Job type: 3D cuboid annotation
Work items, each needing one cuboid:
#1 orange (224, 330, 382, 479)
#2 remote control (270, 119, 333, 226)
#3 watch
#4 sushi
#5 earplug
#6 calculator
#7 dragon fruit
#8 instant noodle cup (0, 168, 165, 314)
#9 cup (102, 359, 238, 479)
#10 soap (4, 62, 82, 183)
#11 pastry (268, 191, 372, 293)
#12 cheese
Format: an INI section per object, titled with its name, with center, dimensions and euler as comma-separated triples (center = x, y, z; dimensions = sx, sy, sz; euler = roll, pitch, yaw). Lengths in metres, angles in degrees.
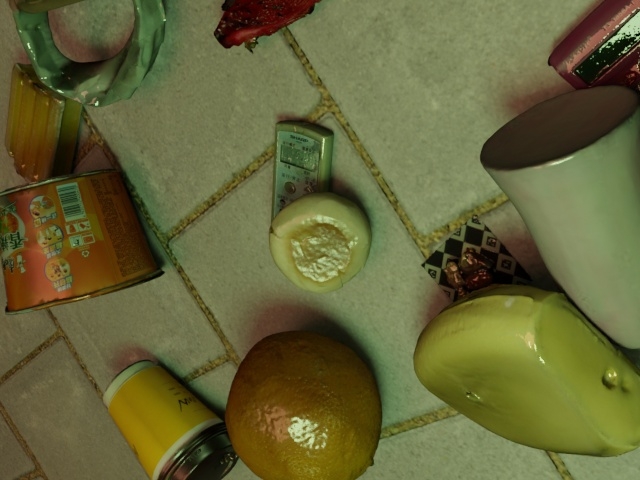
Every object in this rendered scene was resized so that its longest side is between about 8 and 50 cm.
[orange]
center = -0.022, 0.275, 1.098
dimensions = 0.264, 0.264, 0.264
euler = 15, 117, 30
[remote control]
center = -0.032, -0.070, 1.088
dimensions = 0.098, 0.038, 0.234
euler = 20, 119, 27
[watch]
center = -0.366, -0.340, 1.120
dimensions = 0.253, 0.162, 0.241
euler = -7, 127, 19
[sushi]
center = 0.212, 0.047, 0.970
dimensions = 0.120, 0.026, 0.126
euler = 49, 129, 9
[earplug]
center = 0.318, -0.002, 0.789
dimensions = 0.172, 0.172, 0.301
euler = -12, 118, 38
[calculator]
center = 0.360, -0.178, 0.764
dimensions = 0.190, 0.034, 0.126
euler = 47, 128, 2
[dragon fruit]
center = -0.079, -0.323, 0.965
dimensions = 0.192, 0.122, 0.092
euler = -31, 105, 38
[instant noodle cup]
center = -0.456, -0.006, 1.277
dimensions = 0.296, 0.296, 0.214
euler = -9, 96, 38
[cup]
center = -0.305, 0.380, 1.391
dimensions = 0.279, 0.196, 0.196
euler = 40, 128, 24
[soap]
center = -0.552, -0.220, 1.372
dimensions = 0.140, 0.073, 0.232
euler = 38, 127, 18
[pastry]
center = 0.000, 0.000, 1.032
dimensions = 0.156, 0.092, 0.157
euler = -1, 113, -3
[cheese]
center = 0.241, 0.172, 0.896
dimensions = 0.260, 0.128, 0.315
euler = 52, 155, -9
